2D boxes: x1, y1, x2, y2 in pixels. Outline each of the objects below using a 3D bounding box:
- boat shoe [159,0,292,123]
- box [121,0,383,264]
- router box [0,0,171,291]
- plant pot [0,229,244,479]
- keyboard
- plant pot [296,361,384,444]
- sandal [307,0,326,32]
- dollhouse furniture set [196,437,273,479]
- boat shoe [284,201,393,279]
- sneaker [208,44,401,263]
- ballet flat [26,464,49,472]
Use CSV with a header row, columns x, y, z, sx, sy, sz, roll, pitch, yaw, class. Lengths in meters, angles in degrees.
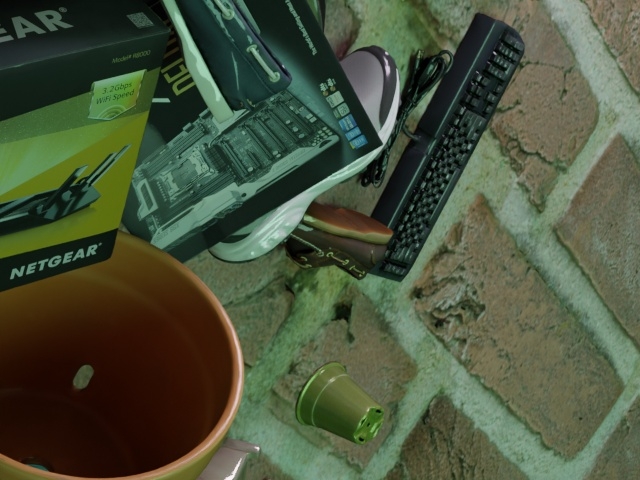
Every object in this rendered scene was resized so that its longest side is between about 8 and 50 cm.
x,y,z,sx,sy,sz,roll,pitch,yaw,class
-0.095,-0.207,1.532,0.079,0.095,0.254,-25,119,0,boat shoe
-0.107,-0.131,1.726,0.242,0.076,0.307,-31,142,0,box
-0.281,-0.059,1.511,0.309,0.081,0.243,-18,142,-37,router box
-0.233,0.152,1.720,0.291,0.291,0.203,-28,154,-40,plant pot
0.123,-0.105,2.198,0.201,0.033,0.317,18,100,-57,keyboard
0.028,0.195,2.266,0.083,0.079,0.083,-34,141,-33,plant pot
-0.048,-0.266,1.783,0.303,0.086,0.120,69,20,-54,sandal
-0.175,0.298,2.099,0.355,0.173,0.303,-62,158,-44,dollhouse furniture set
0.000,0.000,2.071,0.207,0.073,0.073,19,108,-51,boat shoe
-0.021,-0.099,1.946,0.271,0.100,0.108,-47,140,-19,sneaker
-0.297,0.250,1.896,0.188,0.070,0.070,22,97,-56,ballet flat
